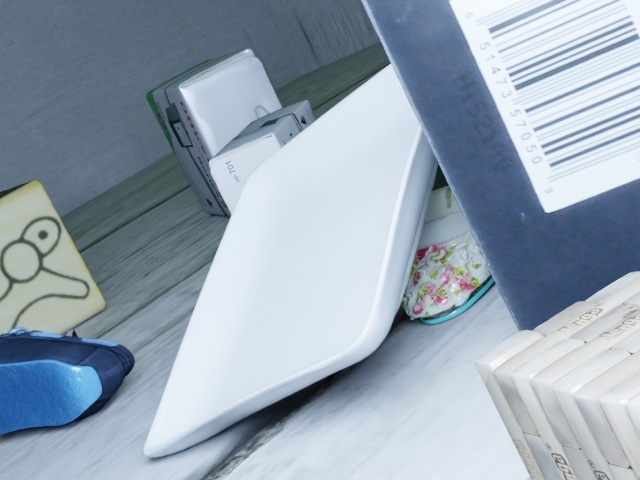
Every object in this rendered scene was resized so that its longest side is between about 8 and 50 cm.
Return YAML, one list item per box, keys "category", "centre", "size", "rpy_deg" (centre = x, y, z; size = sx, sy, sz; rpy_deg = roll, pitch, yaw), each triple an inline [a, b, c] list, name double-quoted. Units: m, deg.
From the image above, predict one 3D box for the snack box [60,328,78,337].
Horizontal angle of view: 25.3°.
- category: "snack box"
  centre: [-0.298, 0.135, 1.556]
  size: [0.064, 0.022, 0.178]
  rpy_deg: [-28, 10, -2]

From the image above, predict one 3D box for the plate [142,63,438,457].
- category: "plate"
  centre: [-0.004, 0.010, 1.011]
  size: [0.277, 0.045, 0.278]
  rpy_deg: [-34, 31, 48]

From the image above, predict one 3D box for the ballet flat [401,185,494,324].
- category: "ballet flat"
  centre: [0.113, -0.016, 1.105]
  size: [0.091, 0.077, 0.241]
  rpy_deg: [-20, 13, 32]

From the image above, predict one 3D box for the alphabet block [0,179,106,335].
- category: "alphabet block"
  centre: [-0.422, 0.055, 1.809]
  size: [0.197, 0.192, 0.193]
  rpy_deg: [-31, 12, -27]

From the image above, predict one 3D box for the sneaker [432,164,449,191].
- category: "sneaker"
  centre: [0.156, -0.085, 1.338]
  size: [0.087, 0.130, 0.227]
  rpy_deg: [-42, 32, 23]

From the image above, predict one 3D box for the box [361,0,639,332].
- category: "box"
  centre: [0.201, -0.153, 0.951]
  size: [0.212, 0.293, 0.395]
  rpy_deg: [-22, 11, 22]

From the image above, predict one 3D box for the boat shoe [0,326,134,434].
- category: "boat shoe"
  centre: [-0.274, 0.135, 1.342]
  size: [0.258, 0.109, 0.089]
  rpy_deg: [4, 21, 39]

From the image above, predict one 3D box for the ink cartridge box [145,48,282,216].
- category: "ink cartridge box"
  centre: [-0.135, -0.151, 2.048]
  size: [0.122, 0.211, 0.289]
  rpy_deg: [-28, 10, -12]

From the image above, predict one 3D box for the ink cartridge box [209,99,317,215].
- category: "ink cartridge box"
  centre: [-0.036, -0.058, 1.527]
  size: [0.082, 0.139, 0.190]
  rpy_deg: [-22, 11, 14]

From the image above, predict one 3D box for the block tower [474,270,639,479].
- category: "block tower"
  centre: [0.167, 0.072, 0.465]
  size: [0.091, 0.097, 0.335]
  rpy_deg: [-29, 9, -17]
